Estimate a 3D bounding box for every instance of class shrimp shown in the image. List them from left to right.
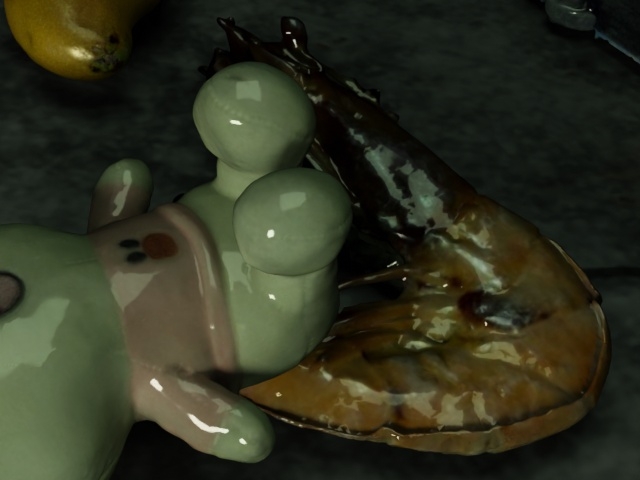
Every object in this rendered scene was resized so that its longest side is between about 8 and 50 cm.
[{"bbox_3d":[-0.001,0.006,0.677,0.178,0.075,0.289,-31,65,-33],"label":"shrimp"}]

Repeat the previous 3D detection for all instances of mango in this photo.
[{"bbox_3d":[-0.137,-0.160,0.847,0.098,0.075,0.190,4,46,6],"label":"mango"}]

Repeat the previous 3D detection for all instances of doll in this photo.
[{"bbox_3d":[-0.101,0.048,0.560,0.275,0.113,0.155,-32,56,-5],"label":"doll"}]

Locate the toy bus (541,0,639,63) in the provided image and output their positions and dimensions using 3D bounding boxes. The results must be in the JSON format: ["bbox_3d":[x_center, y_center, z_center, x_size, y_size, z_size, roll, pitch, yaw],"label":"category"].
[{"bbox_3d":[0.249,-0.150,0.861,0.131,0.106,0.297,-21,48,-31],"label":"toy bus"}]
